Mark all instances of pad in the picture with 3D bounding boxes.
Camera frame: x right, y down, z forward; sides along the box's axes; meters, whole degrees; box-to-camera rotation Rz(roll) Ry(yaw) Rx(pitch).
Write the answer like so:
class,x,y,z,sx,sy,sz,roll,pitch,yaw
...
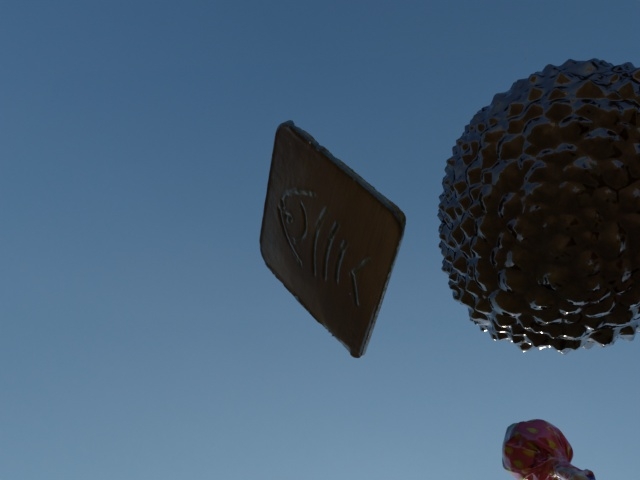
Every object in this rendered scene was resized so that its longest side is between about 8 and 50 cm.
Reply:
class,x,y,z,sx,sy,sz,roll,pitch,yaw
pad,0.000,0.000,1.003,0.284,0.018,0.287,43,-43,32

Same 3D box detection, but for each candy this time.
class,x,y,z,sx,sy,sz,roll,pitch,yaw
candy,0.423,0.382,1.058,0.124,0.365,0.124,-1,-87,-20

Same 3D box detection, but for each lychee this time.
class,x,y,z,sx,sy,sz,roll,pitch,yaw
lychee,0.232,-0.022,0.608,0.267,0.267,0.268,5,-74,16
